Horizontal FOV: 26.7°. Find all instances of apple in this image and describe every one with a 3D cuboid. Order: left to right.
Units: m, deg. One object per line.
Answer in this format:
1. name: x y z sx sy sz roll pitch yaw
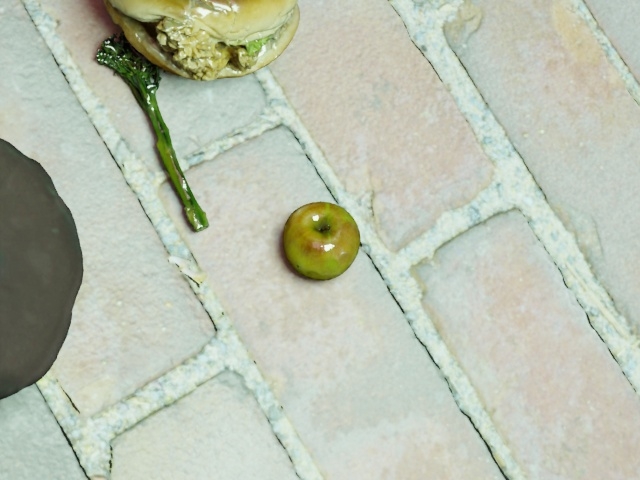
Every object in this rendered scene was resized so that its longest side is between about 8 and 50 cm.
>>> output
1. apple: 0.000 0.000 1.524 0.089 0.074 0.089 4 71 -10

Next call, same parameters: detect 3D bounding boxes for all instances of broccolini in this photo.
1. broccolini: -0.182 -0.128 1.551 0.057 0.071 0.254 -15 81 -59

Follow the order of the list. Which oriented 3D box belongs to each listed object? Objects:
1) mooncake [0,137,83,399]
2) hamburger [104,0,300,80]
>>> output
1. mooncake: -0.376 0.028 1.340 0.283 0.141 0.283 14 73 -54
2. hamburger: -0.138 -0.299 1.533 0.243 0.146 0.286 23 54 3
